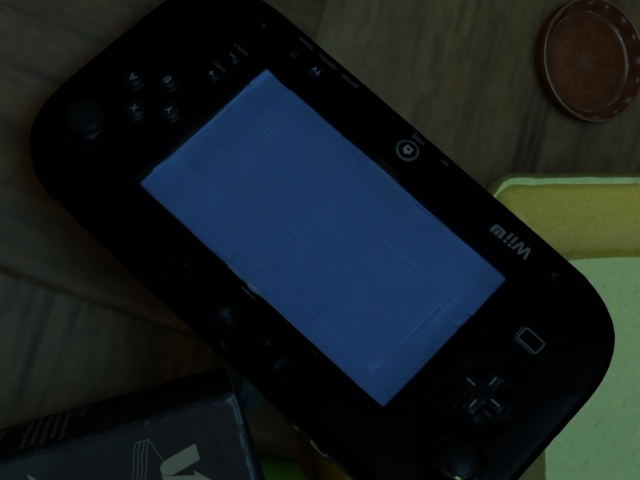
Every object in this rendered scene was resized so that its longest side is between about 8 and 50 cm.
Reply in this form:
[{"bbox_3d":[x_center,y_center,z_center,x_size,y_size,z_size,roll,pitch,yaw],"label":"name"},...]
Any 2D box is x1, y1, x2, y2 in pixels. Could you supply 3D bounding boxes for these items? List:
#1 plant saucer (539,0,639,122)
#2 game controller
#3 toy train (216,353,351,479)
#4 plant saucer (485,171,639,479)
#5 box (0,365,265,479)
[{"bbox_3d":[0.179,-0.119,0.976,0.083,0.013,0.083,2,86,-26],"label":"plant saucer"},{"bbox_3d":[0.000,0.000,0.780,0.319,0.067,0.166,42,77,11],"label":"game controller"},{"bbox_3d":[0.022,0.147,0.844,0.143,0.105,0.248,-5,92,-16],"label":"toy train"},{"bbox_3d":[0.261,0.124,0.927,0.332,0.081,0.333,-1,89,-5],"label":"plant saucer"},{"bbox_3d":[-0.099,0.164,0.754,0.158,0.093,0.156,-16,96,-4],"label":"box"}]
